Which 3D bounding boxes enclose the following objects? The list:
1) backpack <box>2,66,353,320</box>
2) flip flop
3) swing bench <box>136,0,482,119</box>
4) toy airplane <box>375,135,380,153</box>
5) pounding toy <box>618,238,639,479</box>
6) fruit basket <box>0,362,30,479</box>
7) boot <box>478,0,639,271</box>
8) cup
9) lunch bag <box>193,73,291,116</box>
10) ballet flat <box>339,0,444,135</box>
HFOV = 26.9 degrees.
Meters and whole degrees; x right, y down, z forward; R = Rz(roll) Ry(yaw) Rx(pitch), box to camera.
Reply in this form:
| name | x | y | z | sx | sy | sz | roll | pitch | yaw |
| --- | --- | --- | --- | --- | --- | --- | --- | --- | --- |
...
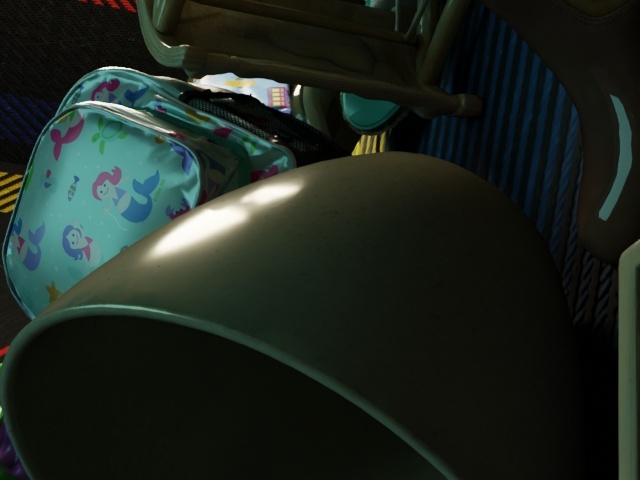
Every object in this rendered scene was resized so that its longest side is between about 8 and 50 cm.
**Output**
| name | x | y | z | sx | sy | sz | roll | pitch | yaw |
| --- | --- | --- | --- | --- | --- | --- | --- | --- | --- |
| backpack | -0.116 | -0.009 | 0.980 | 0.253 | 0.191 | 0.225 | 33 | 108 | 41 |
| flip flop | 0.036 | -0.163 | 1.302 | 0.112 | 0.080 | 0.277 | 60 | -155 | -25 |
| swing bench | 0.005 | -0.240 | 1.047 | 0.165 | 0.253 | 0.254 | 30 | 110 | 61 |
| toy airplane | 0.052 | -0.018 | 1.270 | 0.151 | 0.028 | 0.151 | -169 | 90 | -79 |
| pounding toy | 0.197 | 0.004 | 0.448 | 0.206 | 0.094 | 0.181 | 133 | 151 | -53 |
| fruit basket | -0.196 | 0.166 | 1.472 | 0.283 | 0.392 | 0.392 | -101 | 23 | -59 |
| boot | 0.067 | -0.132 | 0.679 | 0.096 | 0.281 | 0.264 | -171 | 90 | -78 |
| cup | 0.018 | 0.083 | 0.782 | 0.237 | 0.331 | 0.331 | -55 | -6 | -39 |
| lunch bag | -0.118 | -0.128 | 1.994 | 0.221 | 0.138 | 0.293 | -97 | 8 | -51 |
| ballet flat | 0.081 | -0.210 | 1.211 | 0.077 | 0.091 | 0.240 | -6 | -68 | -71 |
